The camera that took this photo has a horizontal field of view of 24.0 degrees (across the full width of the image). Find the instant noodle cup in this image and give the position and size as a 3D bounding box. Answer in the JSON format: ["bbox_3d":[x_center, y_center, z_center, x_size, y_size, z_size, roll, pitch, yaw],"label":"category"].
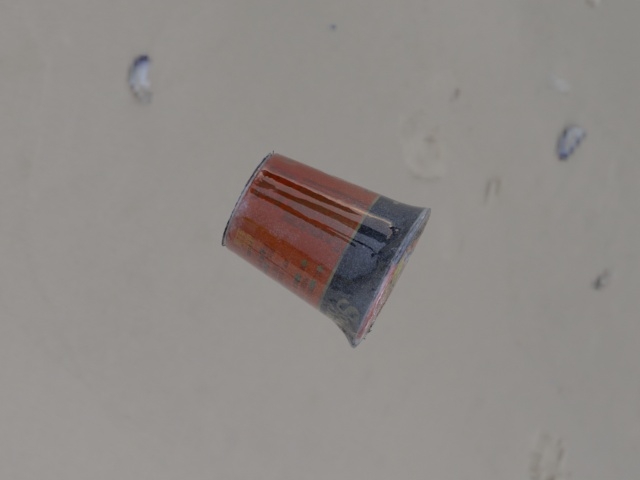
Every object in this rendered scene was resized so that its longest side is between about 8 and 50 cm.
[{"bbox_3d":[0.001,-0.002,1.194,0.127,0.136,0.127,-60,173,-12],"label":"instant noodle cup"}]
